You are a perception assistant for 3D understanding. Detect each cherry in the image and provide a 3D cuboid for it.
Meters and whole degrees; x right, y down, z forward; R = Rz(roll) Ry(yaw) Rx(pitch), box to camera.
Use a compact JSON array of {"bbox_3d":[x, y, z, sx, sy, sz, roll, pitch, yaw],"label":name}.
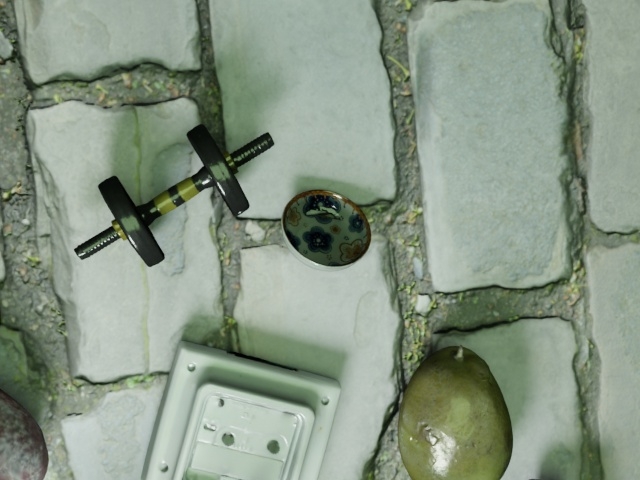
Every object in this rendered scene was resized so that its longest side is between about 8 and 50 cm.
[{"bbox_3d":[-0.500,0.314,1.324,0.236,0.213,0.286,-29,90,-15],"label":"cherry"}]

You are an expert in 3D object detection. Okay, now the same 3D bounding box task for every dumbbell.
[{"bbox_3d":[-0.208,-0.064,1.376,0.325,0.143,0.143,-31,100,-6],"label":"dumbbell"}]

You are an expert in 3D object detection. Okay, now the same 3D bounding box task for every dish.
[{"bbox_3d":[0.000,0.000,1.462,0.141,0.078,0.141,9,56,-13],"label":"dish"}]

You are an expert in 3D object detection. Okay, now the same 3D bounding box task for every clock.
[{"bbox_3d":[-0.116,0.295,1.441,0.262,0.116,0.231,16,91,-12],"label":"clock"}]

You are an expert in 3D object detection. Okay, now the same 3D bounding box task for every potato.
[{"bbox_3d":[0.209,0.278,1.480,0.174,0.159,0.252,-15,111,-35],"label":"potato"}]

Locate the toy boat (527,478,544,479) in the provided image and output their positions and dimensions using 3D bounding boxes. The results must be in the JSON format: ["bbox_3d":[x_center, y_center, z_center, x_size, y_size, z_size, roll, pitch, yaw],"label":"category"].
[{"bbox_3d":[0.296,0.492,1.556,0.282,0.096,0.206,-12,112,0],"label":"toy boat"}]
